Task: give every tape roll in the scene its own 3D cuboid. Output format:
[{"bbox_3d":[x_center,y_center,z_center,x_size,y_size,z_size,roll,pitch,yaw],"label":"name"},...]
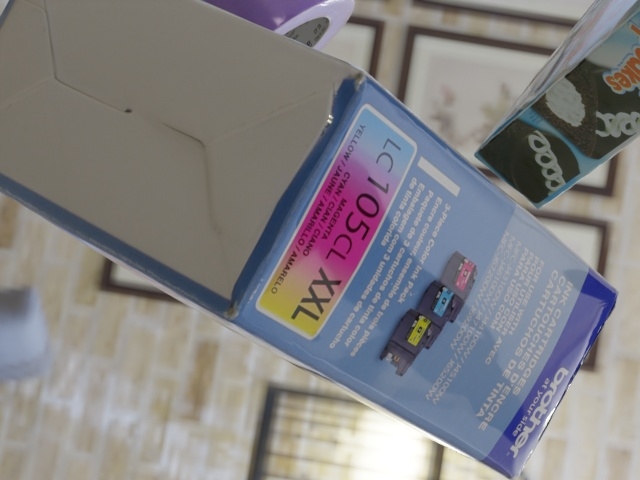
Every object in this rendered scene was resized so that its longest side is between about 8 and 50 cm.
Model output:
[{"bbox_3d":[-0.063,-0.215,1.741,0.080,0.189,0.189,54,-6,9],"label":"tape roll"}]

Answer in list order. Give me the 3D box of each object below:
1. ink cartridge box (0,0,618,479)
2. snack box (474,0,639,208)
[{"bbox_3d":[0.000,0.000,1.065,0.395,0.270,0.151,32,87,-52],"label":"ink cartridge box"},{"bbox_3d":[0.210,-0.142,0.967,0.187,0.060,0.322,-51,-178,-21],"label":"snack box"}]
